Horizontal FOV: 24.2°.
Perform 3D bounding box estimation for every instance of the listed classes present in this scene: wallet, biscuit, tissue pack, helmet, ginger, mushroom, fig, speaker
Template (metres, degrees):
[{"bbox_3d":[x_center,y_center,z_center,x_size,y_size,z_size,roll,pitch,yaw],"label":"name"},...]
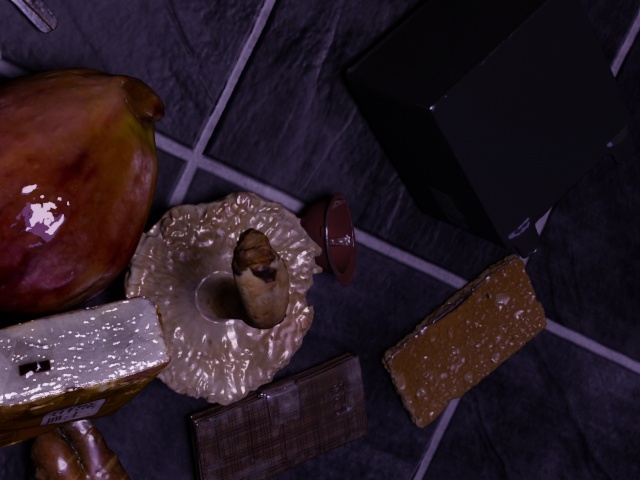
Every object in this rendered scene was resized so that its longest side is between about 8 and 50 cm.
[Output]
[{"bbox_3d":[-0.047,0.220,1.773,0.230,0.042,0.124,-19,118,-25],"label":"wallet"},{"bbox_3d":[0.184,0.125,1.897,0.231,0.025,0.131,-36,122,-18],"label":"biscuit"},{"bbox_3d":[-0.263,0.133,1.497,0.183,0.226,0.092,-12,75,-23],"label":"tissue pack"},{"bbox_3d":[0.000,0.000,1.720,0.089,0.057,0.111,-64,147,-54],"label":"helmet"},{"bbox_3d":[-0.268,0.260,1.632,0.103,0.073,0.162,-38,110,-36],"label":"ginger"},{"bbox_3d":[-0.104,0.079,1.558,0.208,0.301,0.233,-16,103,9],"label":"mushroom"},{"bbox_3d":[-0.266,-0.049,1.451,0.224,0.224,0.263,51,58,-33],"label":"fig"},{"bbox_3d":[0.203,-0.154,1.724,0.232,0.184,0.254,-43,126,-13],"label":"speaker"}]

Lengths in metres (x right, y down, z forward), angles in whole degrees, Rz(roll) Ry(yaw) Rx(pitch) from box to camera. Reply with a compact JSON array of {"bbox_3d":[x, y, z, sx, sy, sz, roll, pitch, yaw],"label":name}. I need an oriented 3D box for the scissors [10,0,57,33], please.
[{"bbox_3d":[-0.351,-0.316,1.419,0.160,0.024,0.317,-47,124,-11],"label":"scissors"}]
